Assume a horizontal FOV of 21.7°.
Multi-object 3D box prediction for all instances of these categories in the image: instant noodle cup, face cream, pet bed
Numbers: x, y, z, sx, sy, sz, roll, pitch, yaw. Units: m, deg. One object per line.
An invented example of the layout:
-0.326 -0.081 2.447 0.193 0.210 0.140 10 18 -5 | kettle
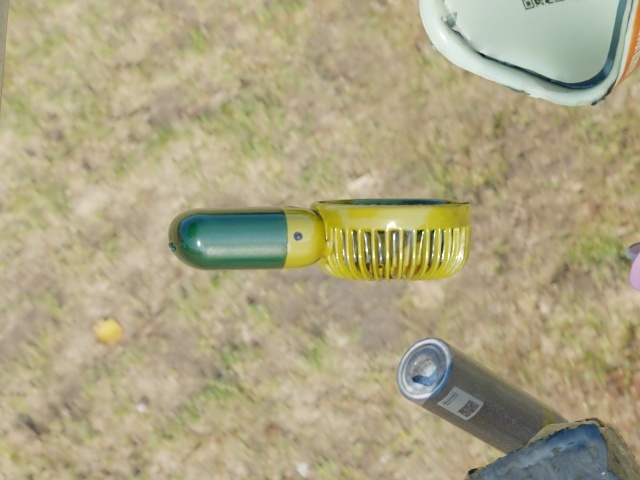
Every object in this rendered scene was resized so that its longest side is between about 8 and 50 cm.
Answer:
0.246 -0.283 1.485 0.294 0.294 0.308 15 40 30 | instant noodle cup
0.193 0.188 1.816 0.073 0.283 0.073 -23 52 32 | face cream
0.216 0.279 1.495 0.183 0.159 0.211 -33 74 21 | pet bed

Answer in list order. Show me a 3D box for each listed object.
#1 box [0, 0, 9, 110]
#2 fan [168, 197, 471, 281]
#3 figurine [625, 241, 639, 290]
-0.171 -0.109 0.544 0.095 0.330 0.210 4 83 -2 | box
0.000 0.000 0.830 0.155 0.082 0.039 -1 94 -17 | fan
0.213 -0.047 0.790 0.095 0.156 0.115 25 29 7 | figurine
